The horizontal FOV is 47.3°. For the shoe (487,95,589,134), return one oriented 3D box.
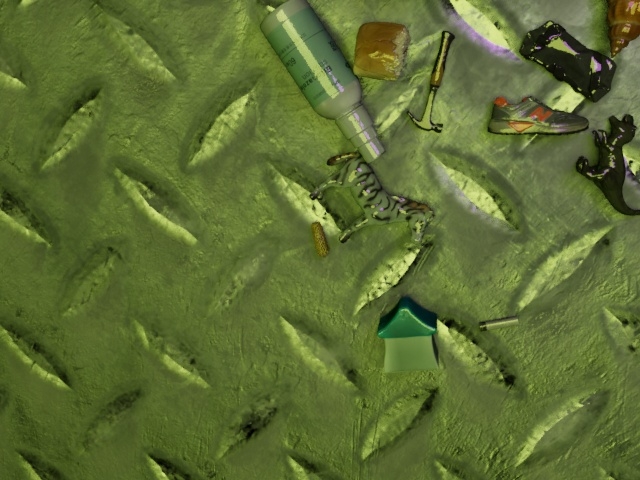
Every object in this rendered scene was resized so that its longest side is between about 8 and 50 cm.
[{"bbox_3d":[0.430,-0.246,1.442,0.195,0.074,0.077,2,99,11],"label":"shoe"}]

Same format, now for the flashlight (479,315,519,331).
[{"bbox_3d":[0.385,0.180,1.576,0.083,0.018,0.018,-12,103,12],"label":"flashlight"}]

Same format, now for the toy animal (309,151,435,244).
[{"bbox_3d":[0.096,-0.064,1.534,0.255,0.090,0.170,37,102,-3],"label":"toy animal"}]

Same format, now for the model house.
[{"bbox_3d":[0.189,0.198,1.570,0.127,0.100,0.148,-5,105,10],"label":"model house"}]

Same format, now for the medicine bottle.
[{"bbox_3d":[0.018,-0.313,1.469,0.110,0.110,0.351,-33,96,15],"label":"medicine bottle"}]

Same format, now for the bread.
[{"bbox_3d":[0.119,-0.376,1.430,0.106,0.082,0.125,13,64,3],"label":"bread"}]

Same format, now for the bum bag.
[{"bbox_3d":[0.485,-0.349,1.418,0.198,0.049,0.087,34,111,-1],"label":"bum bag"}]

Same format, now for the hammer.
[{"bbox_3d":[0.230,-0.322,1.479,0.078,0.021,0.200,13,105,6],"label":"hammer"}]

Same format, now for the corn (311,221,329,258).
[{"bbox_3d":[0.000,0.000,1.590,0.028,0.027,0.083,-13,99,3],"label":"corn"}]

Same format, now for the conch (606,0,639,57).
[{"bbox_3d":[0.590,-0.495,1.355,0.109,0.093,0.330,16,85,23],"label":"conch"}]

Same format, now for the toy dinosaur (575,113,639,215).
[{"bbox_3d":[0.602,-0.145,1.428,0.179,0.087,0.187,19,107,6],"label":"toy dinosaur"}]
